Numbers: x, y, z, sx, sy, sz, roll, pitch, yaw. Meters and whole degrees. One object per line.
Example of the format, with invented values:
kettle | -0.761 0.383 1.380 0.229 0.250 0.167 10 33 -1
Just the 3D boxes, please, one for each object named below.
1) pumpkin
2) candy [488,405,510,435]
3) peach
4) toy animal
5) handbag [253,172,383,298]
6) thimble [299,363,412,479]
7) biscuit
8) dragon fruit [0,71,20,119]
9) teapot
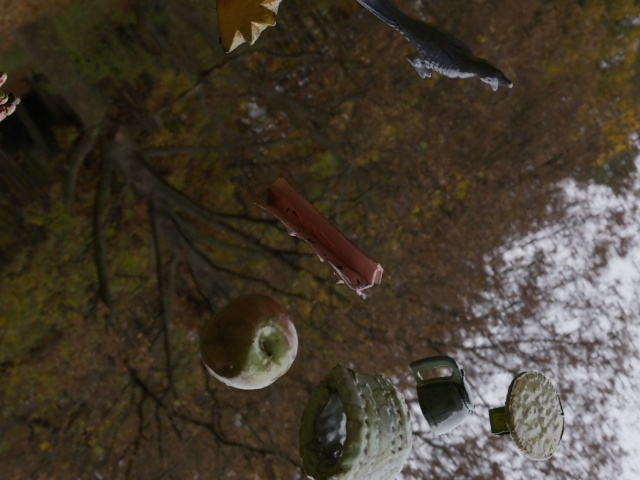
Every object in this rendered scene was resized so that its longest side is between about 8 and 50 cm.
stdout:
pumpkin | -0.122 -0.462 1.459 0.130 0.254 0.149 -10 -170 11
candy | 0.465 0.397 1.907 0.097 0.062 0.194 -18 166 34
peach | -0.173 0.229 1.866 0.235 0.214 0.214 -15 -152 51
toy animal | 0.227 -0.392 1.713 0.081 0.367 0.206 -54 172 -3
handbag | 0.000 0.000 1.271 0.059 0.212 0.157 -47 172 -4
thimble | 0.055 0.296 1.335 0.137 0.143 0.190 -7 -107 48
biscuit | 0.355 0.287 1.388 0.020 0.152 0.152 -20 -155 48
dragon fruit | -0.667 -0.277 1.591 0.160 0.172 0.166 -43 -170 47
teapot | 0.251 0.306 1.698 0.108 0.149 0.111 -23 160 11
